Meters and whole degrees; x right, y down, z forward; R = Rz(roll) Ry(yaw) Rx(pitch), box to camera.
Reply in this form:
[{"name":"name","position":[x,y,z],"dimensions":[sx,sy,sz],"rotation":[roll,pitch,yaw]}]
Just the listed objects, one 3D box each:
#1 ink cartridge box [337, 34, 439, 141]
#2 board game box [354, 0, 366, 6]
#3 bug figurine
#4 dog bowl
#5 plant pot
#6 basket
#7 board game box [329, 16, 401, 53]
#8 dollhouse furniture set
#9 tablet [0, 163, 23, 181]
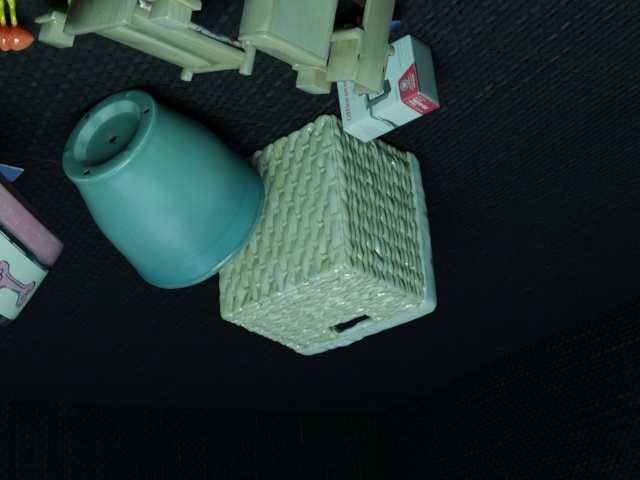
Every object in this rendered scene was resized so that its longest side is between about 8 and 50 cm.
[{"name":"ink cartridge box","position":[0.103,-0.236,1.523],"dimensions":[0.150,0.109,0.063],"rotation":[-23,153,34]},{"name":"board game box","position":[0.105,-0.404,1.180],"dimensions":[0.281,0.027,0.145],"rotation":[-33,144,33]},{"name":"bug figurine","position":[-0.387,-0.322,1.249],"dimensions":[0.216,0.072,0.279],"rotation":[-4,157,-5]},{"name":"dog bowl","position":[-0.554,-0.067,1.450],"dimensions":[0.150,0.408,0.408],"rotation":[-43,158,-9]},{"name":"plant pot","position":[-0.271,-0.102,1.587],"dimensions":[0.271,0.272,0.255],"rotation":[-16,140,23]},{"name":"basket","position":[0.000,0.000,1.779],"dimensions":[0.328,0.331,0.266],"rotation":[-24,149,35]},{"name":"board game box","position":[0.033,-0.303,1.413],"dimensions":[0.168,0.033,0.133],"rotation":[-21,-176,-7]},{"name":"dollhouse furniture set","position":[-0.127,-0.302,1.228],"dimensions":[0.355,0.174,0.303],"rotation":[5,172,44]},{"name":"tablet","position":[-0.582,-0.126,1.742],"dimensions":[0.083,0.006,0.054],"rotation":[13,151,-37]}]
